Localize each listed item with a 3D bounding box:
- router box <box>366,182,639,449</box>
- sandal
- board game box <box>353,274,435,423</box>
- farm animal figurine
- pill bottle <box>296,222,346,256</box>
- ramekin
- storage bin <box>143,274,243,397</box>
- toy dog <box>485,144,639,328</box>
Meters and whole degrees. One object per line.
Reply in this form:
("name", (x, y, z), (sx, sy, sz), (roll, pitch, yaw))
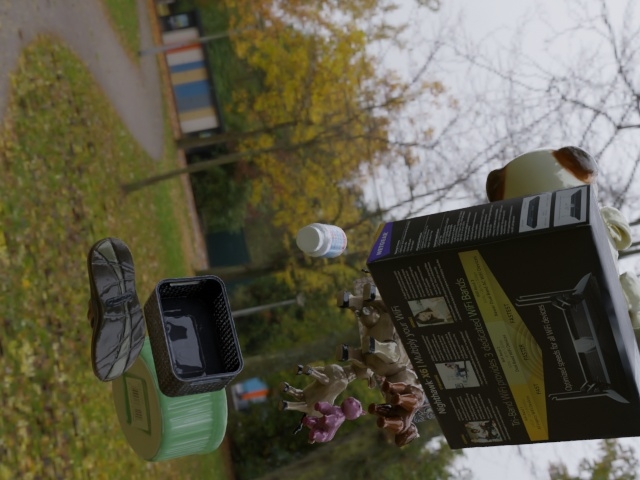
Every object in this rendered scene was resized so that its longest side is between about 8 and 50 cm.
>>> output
("router box", (0.222, 0.102, 0.974), (0.308, 0.243, 0.081), (65, 29, -29))
("sandal", (-0.314, 0.099, 1.256), (0.060, 0.090, 0.219), (14, -65, 45))
("board game box", (0.194, 0.250, 2.002), (0.232, 0.141, 0.291), (-95, 165, -50))
("farm animal figurine", (0.099, 0.221, 1.527), (0.330, 0.172, 0.326), (3, -104, 51))
("pill bottle", (0.000, 0.000, 2.181), (0.160, 0.087, 0.087), (5, 71, -67))
("ramekin", (-0.349, 0.348, 1.918), (0.303, 0.148, 0.303), (17, -69, 51))
("storage bin", (-0.214, 0.158, 1.422), (0.084, 0.122, 0.180), (-50, -129, 52))
("toy dog", (0.485, 0.009, 1.766), (0.395, 0.285, 0.407), (-6, 80, -53))
